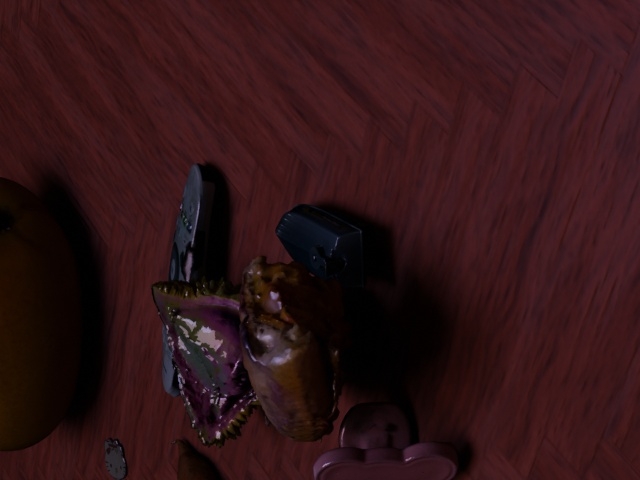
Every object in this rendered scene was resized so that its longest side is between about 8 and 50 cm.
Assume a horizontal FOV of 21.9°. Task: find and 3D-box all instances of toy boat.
[{"bbox_3d":[0.000,0.000,1.457,0.141,0.060,0.055,27,124,59],"label":"toy boat"}]

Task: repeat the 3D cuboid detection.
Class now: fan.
[{"bbox_3d":[-0.247,0.281,2.006,0.056,0.004,0.083,-4,96,58],"label":"fan"}]

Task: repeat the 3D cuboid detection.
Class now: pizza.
[{"bbox_3d":[-0.013,0.089,1.387,0.305,0.085,0.161,54,-152,-85],"label":"pizza"}]

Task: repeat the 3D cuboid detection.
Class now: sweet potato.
[{"bbox_3d":[-0.125,0.273,1.762,0.195,0.056,0.056,53,141,45],"label":"sweet potato"}]

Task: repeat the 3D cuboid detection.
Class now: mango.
[{"bbox_3d":[-0.400,0.100,2.003,0.264,0.221,0.378,39,142,41],"label":"mango"}]

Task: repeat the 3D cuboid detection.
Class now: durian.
[{"bbox_3d":[-0.077,0.103,1.606,0.108,0.119,0.187,-12,104,22],"label":"durian"}]

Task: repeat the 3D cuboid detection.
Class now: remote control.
[{"bbox_3d":[-0.133,0.044,1.697,0.097,0.045,0.256,-116,31,-60],"label":"remote control"}]

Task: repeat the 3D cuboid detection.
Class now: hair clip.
[{"bbox_3d":[0.051,0.216,1.399,0.102,0.123,0.138,-105,18,-75],"label":"hair clip"}]
